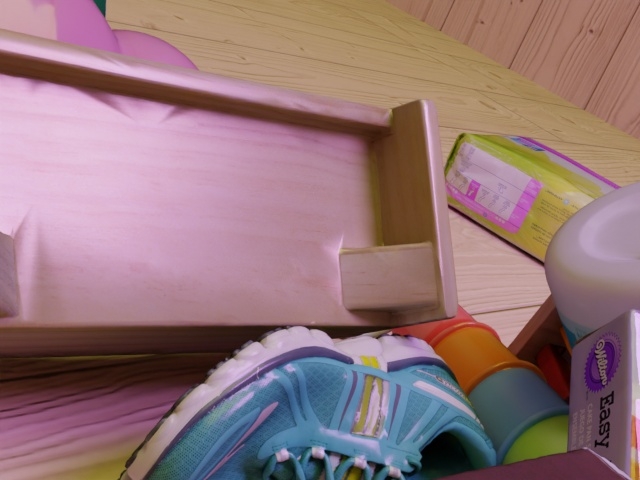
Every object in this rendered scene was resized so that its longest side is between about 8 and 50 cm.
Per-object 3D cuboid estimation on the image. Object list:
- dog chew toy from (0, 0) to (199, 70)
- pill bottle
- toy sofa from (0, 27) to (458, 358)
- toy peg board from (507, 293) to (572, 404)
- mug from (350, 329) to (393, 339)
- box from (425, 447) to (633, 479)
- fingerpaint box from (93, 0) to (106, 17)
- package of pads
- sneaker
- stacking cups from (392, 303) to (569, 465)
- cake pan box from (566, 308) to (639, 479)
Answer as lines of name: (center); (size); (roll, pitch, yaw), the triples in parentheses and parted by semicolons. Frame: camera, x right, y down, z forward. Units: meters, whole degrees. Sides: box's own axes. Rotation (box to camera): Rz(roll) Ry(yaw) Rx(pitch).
dog chew toy: (-0.166, -0.068, 0.764); (0.332, 0.206, 0.206); (21, 17, -38)
pill bottle: (0.258, 0.098, 0.735); (0.146, 0.146, 0.264); (-104, 170, -66)
toy sofa: (-0.099, -0.015, 0.632); (0.362, 0.150, 0.177); (4, -14, -44)
toy peg board: (0.241, 0.107, 0.853); (0.161, 0.160, 0.079); (16, 36, -24)
mug: (0.006, -0.008, 0.930); (0.150, 0.113, 0.169); (21, 16, -14)
box: (0.065, 0.193, 0.366); (0.203, 0.168, 0.167); (2, 30, -47)
fingerpaint box: (-0.442, -0.268, 0.820); (0.371, 0.163, 0.445); (11, 11, 29)
package of pads: (0.316, -0.037, 1.394); (0.296, 0.101, 0.229); (34, 20, 26)
sneaker: (0.010, 0.116, 0.624); (0.275, 0.107, 0.110); (-1, 44, -47)
stacking cups: (0.140, 0.141, 0.753); (0.096, 0.096, 0.316); (14, 16, -27)
cake pan box: (0.251, 0.191, 0.565); (0.267, 0.070, 0.246); (22, 58, -12)
